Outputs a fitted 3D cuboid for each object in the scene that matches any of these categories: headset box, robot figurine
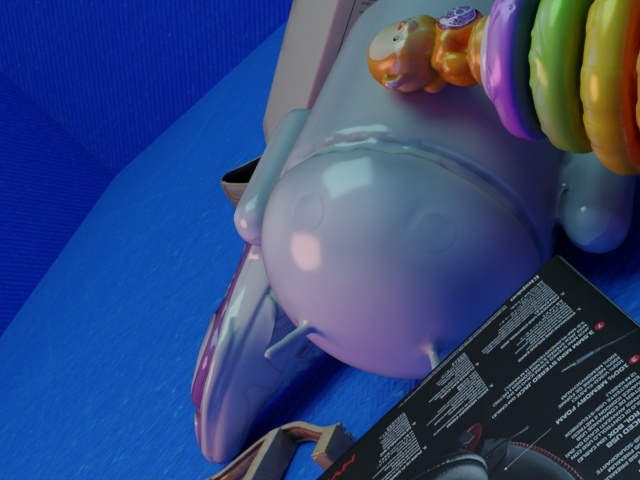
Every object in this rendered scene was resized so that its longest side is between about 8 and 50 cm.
[{"bbox_3d":[0.099,0.155,0.420,0.218,0.110,0.293,-45,16,6],"label":"headset box"},{"bbox_3d":[0.081,-0.047,0.755,0.299,0.200,0.354,0,49,32],"label":"robot figurine"}]

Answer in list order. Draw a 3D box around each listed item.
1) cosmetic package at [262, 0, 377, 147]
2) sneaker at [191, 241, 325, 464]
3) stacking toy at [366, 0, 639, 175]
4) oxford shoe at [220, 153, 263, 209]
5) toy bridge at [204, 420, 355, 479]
[{"bbox_3d":[0.054,-0.178,0.976,0.309,0.160,0.113,112,150,-51],"label":"cosmetic package"},{"bbox_3d":[-0.018,0.072,0.909,0.114,0.152,0.305,-99,31,-76],"label":"sneaker"},{"bbox_3d":[0.156,-0.106,0.589,0.301,0.166,0.175,10,53,33],"label":"stacking toy"},{"bbox_3d":[0.019,-0.115,1.217,0.348,0.130,0.123,-37,19,28],"label":"oxford shoe"},{"bbox_3d":[-0.040,0.182,0.846,0.188,0.026,0.063,-31,19,41],"label":"toy bridge"}]
